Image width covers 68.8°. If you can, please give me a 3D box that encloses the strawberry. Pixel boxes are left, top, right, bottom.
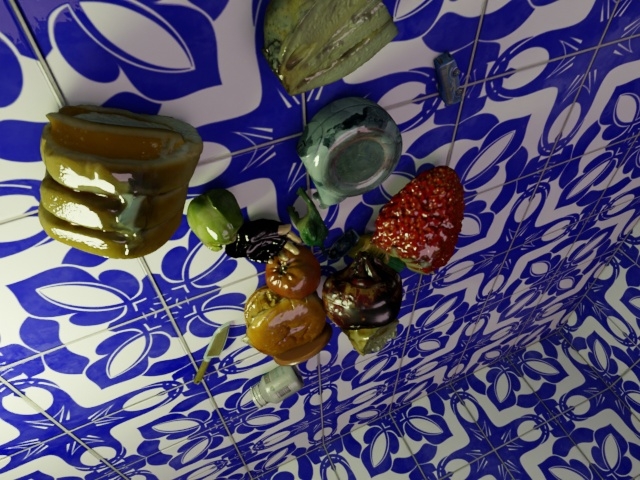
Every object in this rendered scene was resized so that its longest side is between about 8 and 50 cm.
[{"bbox_3d":[0.347,-0.066,1.528,0.292,0.292,0.343,28,100,-49],"label":"strawberry"}]

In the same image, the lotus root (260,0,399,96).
[{"bbox_3d":[-0.008,-0.431,0.947,0.260,0.149,0.267,-39,160,17],"label":"lotus root"}]

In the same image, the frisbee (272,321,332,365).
[{"bbox_3d":[-0.069,0.380,1.761,0.250,0.251,0.021,-28,111,-5],"label":"frisbee"}]

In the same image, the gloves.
[{"bbox_3d":[-0.154,0.002,1.345,0.203,0.124,0.164,-1,146,-31],"label":"gloves"}]

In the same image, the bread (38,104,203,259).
[{"bbox_3d":[-0.427,-0.094,0.986,0.300,0.210,0.341,5,131,-35],"label":"bread"}]

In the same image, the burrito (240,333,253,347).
[{"bbox_3d":[-0.212,0.404,1.818,0.082,0.059,0.275,-27,143,11],"label":"burrito"}]

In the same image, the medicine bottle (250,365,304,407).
[{"bbox_3d":[-0.191,0.627,2.019,0.215,0.135,0.135,-31,143,0],"label":"medicine bottle"}]

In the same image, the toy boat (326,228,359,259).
[{"bbox_3d":[0.074,0.018,1.573,0.137,0.060,0.061,-42,161,23],"label":"toy boat"}]

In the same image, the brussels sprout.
[{"bbox_3d":[-0.266,-0.058,1.193,0.131,0.145,0.183,-43,-168,-24],"label":"brussels sprout"}]

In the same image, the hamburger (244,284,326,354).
[{"bbox_3d":[-0.121,0.278,1.642,0.289,0.170,0.314,-28,143,-5],"label":"hamburger"}]

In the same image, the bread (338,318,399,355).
[{"bbox_3d":[0.158,0.295,1.800,0.238,0.252,0.196,3,127,-43],"label":"bread"}]

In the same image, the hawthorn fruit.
[{"bbox_3d":[-0.081,0.100,1.475,0.189,0.189,0.189,-19,141,-16],"label":"hawthorn fruit"}]

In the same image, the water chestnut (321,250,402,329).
[{"bbox_3d":[0.145,0.177,1.579,0.289,0.244,0.289,-3,164,-1],"label":"water chestnut"}]

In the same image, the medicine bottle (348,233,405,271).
[{"bbox_3d":[0.214,0.054,1.699,0.111,0.076,0.309,-31,147,27],"label":"medicine bottle"}]

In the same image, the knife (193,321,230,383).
[{"bbox_3d":[-0.399,0.417,1.727,0.061,0.027,0.343,5,127,-33],"label":"knife"}]

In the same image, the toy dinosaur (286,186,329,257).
[{"bbox_3d":[0.000,0.000,1.304,0.087,0.301,0.447,-33,141,0],"label":"toy dinosaur"}]

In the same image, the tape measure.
[{"bbox_3d":[0.070,-0.237,1.215,0.275,0.147,0.256,-27,141,1],"label":"tape measure"}]

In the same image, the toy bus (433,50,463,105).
[{"bbox_3d":[0.346,-0.433,1.260,0.061,0.051,0.153,-22,144,9],"label":"toy bus"}]
